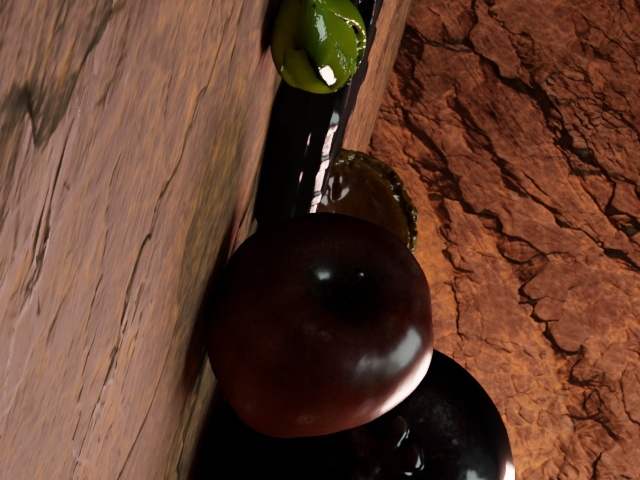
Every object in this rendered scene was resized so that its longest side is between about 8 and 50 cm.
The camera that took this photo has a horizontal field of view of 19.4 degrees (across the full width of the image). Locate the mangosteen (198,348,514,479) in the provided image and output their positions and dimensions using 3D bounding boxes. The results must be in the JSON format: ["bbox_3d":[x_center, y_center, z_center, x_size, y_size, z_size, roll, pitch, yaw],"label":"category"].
[{"bbox_3d":[0.034,0.300,2.231,0.435,0.382,0.382,125,-17,-73],"label":"mangosteen"}]

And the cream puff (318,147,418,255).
[{"bbox_3d":[0.000,0.000,2.138,0.169,0.183,0.183,-31,-143,59],"label":"cream puff"}]

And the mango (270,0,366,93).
[{"bbox_3d":[-0.008,-0.181,1.632,0.165,0.074,0.091,55,56,-70],"label":"mango"}]

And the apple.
[{"bbox_3d":[-0.001,0.084,1.795,0.234,0.234,0.234,16,90,-87],"label":"apple"}]

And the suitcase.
[{"bbox_3d":[0.005,-0.163,1.983,0.206,0.066,0.285,102,5,-49],"label":"suitcase"}]
